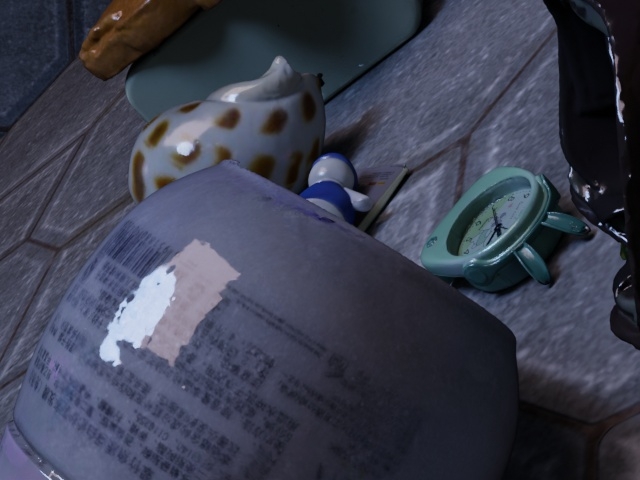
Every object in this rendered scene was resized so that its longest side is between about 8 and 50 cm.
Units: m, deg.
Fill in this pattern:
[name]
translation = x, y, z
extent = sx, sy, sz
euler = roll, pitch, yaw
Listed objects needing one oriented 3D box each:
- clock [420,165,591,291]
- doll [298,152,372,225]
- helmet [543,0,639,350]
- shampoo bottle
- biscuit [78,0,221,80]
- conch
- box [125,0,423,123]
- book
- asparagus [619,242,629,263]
[clock]
translation = 0.136, -0.004, 1.056
extent = 0.101, 0.041, 0.135
euler = -48, 22, -10
[doll]
translation = 0.004, -0.037, 1.309
extent = 0.098, 0.058, 0.143
euler = -11, 33, 20
[helmet]
translation = 0.225, -0.070, 0.794
extent = 0.177, 0.225, 0.305
euler = -11, 33, 4
[shampoo bottle]
translation = -0.039, 0.114, 0.838
extent = 0.266, 0.273, 0.273
euler = -57, 21, -2
[biscuit]
translation = -0.128, -0.342, 1.689
extent = 0.455, 0.078, 0.350
euler = -24, 22, 49
[conch]
translation = -0.106, -0.066, 1.483
extent = 0.275, 0.182, 0.149
euler = -32, 58, 36
[box]
translation = -0.039, -0.298, 1.769
extent = 0.352, 0.177, 0.344
euler = -36, 21, 26
[book]
translation = 0.000, 0.000, 1.347
extent = 0.182, 0.014, 0.127
euler = -52, 21, -19
[asparagus]
translation = 0.203, 0.031, 0.888
extent = 0.233, 0.022, 0.023
euler = -93, 16, -61
